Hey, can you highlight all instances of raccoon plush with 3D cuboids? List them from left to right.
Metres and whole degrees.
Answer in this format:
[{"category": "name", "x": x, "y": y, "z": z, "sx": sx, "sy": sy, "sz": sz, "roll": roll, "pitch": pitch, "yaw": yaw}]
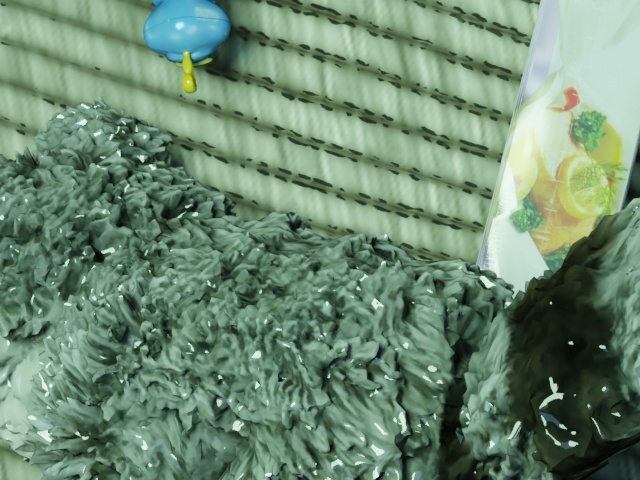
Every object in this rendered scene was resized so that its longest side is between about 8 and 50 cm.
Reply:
[{"category": "raccoon plush", "x": 0.000, "y": 0.000, "z": 0.867, "sx": 0.446, "sy": 0.216, "sz": 0.299, "roll": -37, "pitch": 76, "yaw": 27}]

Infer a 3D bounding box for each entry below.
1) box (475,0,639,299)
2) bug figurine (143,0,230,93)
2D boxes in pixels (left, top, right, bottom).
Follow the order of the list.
[{"category": "box", "x": 0.132, "y": -0.084, "z": 0.971, "sx": 0.063, "sy": 0.067, "sz": 0.324, "roll": 14, "pitch": 85, "yaw": 6}, {"category": "bug figurine", "x": -0.163, "y": -0.168, "z": 1.006, "sx": 0.279, "sy": 0.072, "sz": 0.216, "roll": -4, "pitch": 76, "yaw": 9}]
